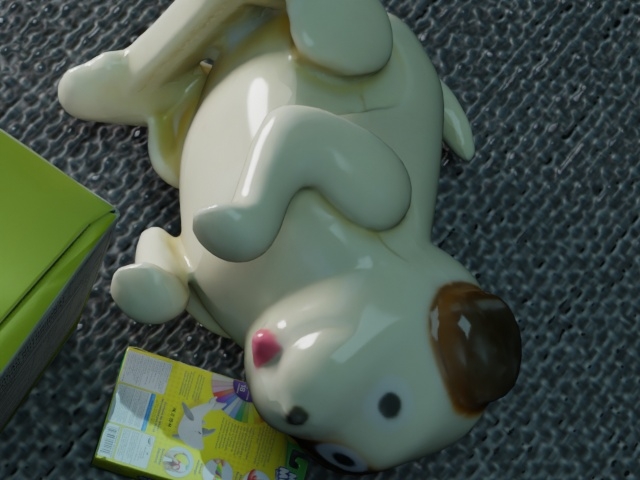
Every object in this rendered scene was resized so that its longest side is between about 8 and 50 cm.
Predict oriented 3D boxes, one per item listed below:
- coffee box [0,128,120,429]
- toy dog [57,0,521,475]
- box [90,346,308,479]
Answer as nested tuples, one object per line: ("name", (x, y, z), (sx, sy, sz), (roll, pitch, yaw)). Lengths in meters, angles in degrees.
("coffee box", (-0.392, 0.062, 1.189), (0.337, 0.334, 0.338), (34, 67, -1))
("toy dog", (0.000, 0.000, 1.358), (0.395, 0.284, 0.408), (13, 53, -50))
("box", (-0.096, 0.168, 1.390), (0.179, 0.043, 0.105), (18, 68, -6))
